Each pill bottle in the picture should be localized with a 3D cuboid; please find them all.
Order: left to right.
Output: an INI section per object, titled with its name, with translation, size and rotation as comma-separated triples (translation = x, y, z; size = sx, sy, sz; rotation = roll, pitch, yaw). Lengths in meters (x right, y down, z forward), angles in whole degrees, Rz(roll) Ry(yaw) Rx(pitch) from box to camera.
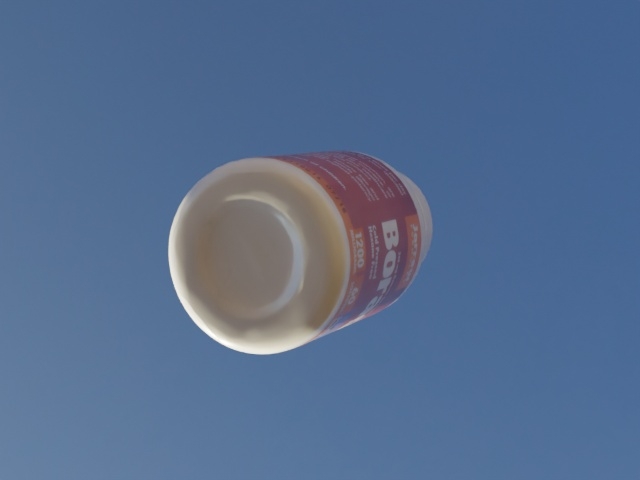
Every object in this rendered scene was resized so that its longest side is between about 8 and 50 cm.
[pill bottle]
translation = 0.000, 0.000, 0.843
size = 0.121, 0.216, 0.121
rotation = 3, -83, 23
